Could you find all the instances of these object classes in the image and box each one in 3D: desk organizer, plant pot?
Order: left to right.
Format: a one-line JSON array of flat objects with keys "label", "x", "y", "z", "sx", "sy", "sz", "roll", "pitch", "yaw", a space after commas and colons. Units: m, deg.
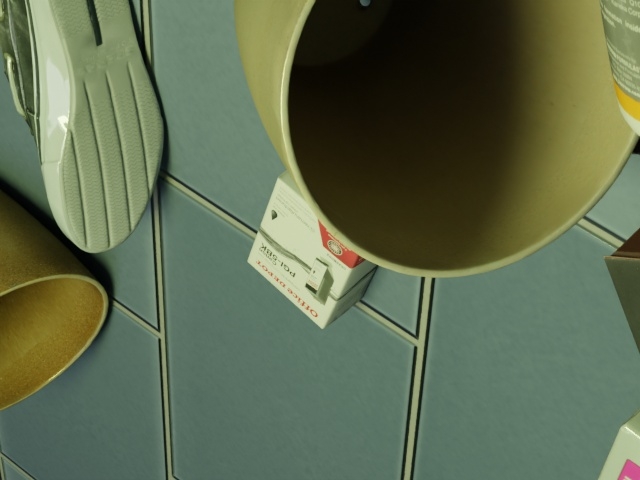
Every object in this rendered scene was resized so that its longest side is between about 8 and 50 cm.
[{"label": "plant pot", "x": -0.397, "y": 0.028, "z": 1.958, "sx": 0.254, "sy": 0.237, "sz": 0.237, "roll": 52, "pitch": 150, "yaw": 25}, {"label": "plant pot", "x": 0.045, "y": -0.145, "z": 1.216, "sx": 0.274, "sy": 0.256, "sz": 0.256, "roll": 44, "pitch": 156, "yaw": 58}, {"label": "desk organizer", "x": 0.258, "y": 0.055, "z": 1.316, "sx": 0.047, "sy": 0.050, "sz": 0.130, "roll": 4, "pitch": 125, "yaw": 49}]

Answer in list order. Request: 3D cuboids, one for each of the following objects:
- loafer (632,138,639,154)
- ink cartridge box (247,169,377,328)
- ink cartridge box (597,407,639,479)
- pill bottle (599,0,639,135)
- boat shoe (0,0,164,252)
[{"label": "loafer", "x": 0.230, "y": -0.088, "z": 1.184, "sx": 0.220, "sy": 0.078, "sz": 0.080, "roll": 1, "pitch": 123, "yaw": 50}, {"label": "ink cartridge box", "x": 0.000, "y": 0.000, "z": 1.572, "sx": 0.099, "sy": 0.056, "sz": 0.135, "roll": 41, "pitch": 146, "yaw": 14}, {"label": "ink cartridge box", "x": 0.320, "y": 0.279, "z": 1.458, "sx": 0.239, "sy": 0.060, "sz": 0.275, "roll": 38, "pitch": 145, "yaw": 21}, {"label": "pill bottle", "x": 0.227, "y": -0.197, "z": 1.005, "sx": 0.162, "sy": 0.162, "sz": 0.278, "roll": 17, "pitch": 133, "yaw": 41}, {"label": "boat shoe", "x": -0.229, "y": -0.153, "z": 1.669, "sx": 0.119, "sy": 0.121, "sz": 0.335, "roll": 29, "pitch": 131, "yaw": 43}]
